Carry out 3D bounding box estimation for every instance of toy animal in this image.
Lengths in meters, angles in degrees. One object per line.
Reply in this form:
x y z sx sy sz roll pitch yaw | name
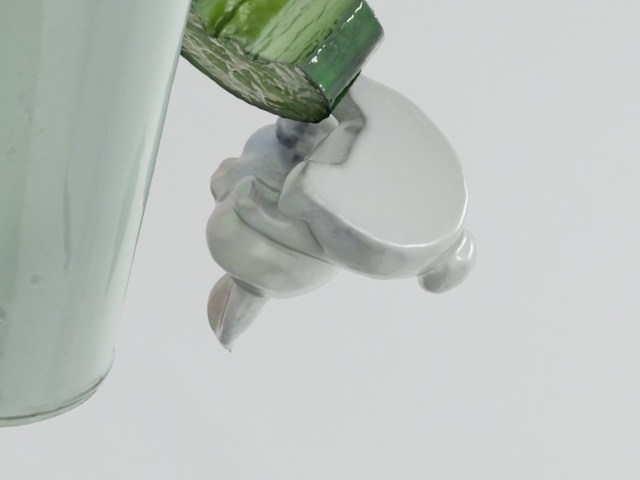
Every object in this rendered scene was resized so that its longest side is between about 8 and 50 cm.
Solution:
-0.005 -0.007 1.528 0.241 0.196 0.367 44 -38 -20 | toy animal

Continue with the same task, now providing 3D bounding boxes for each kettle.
-0.198 -0.084 0.862 0.205 0.318 0.265 3 25 -21 | kettle

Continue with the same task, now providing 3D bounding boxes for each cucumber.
-0.044 -0.194 1.286 0.191 0.130 0.191 37 -5 3 | cucumber
